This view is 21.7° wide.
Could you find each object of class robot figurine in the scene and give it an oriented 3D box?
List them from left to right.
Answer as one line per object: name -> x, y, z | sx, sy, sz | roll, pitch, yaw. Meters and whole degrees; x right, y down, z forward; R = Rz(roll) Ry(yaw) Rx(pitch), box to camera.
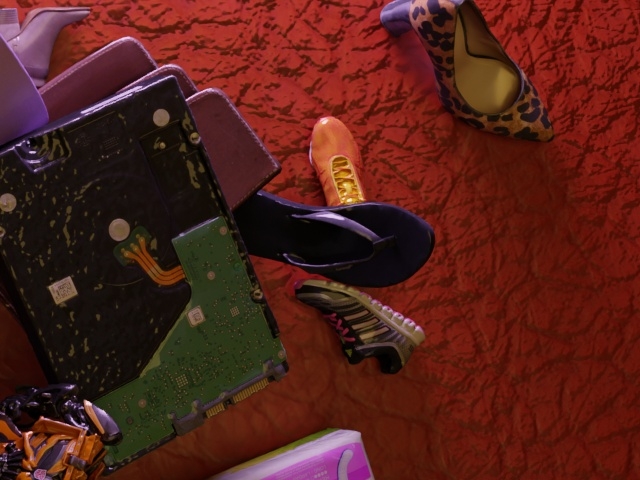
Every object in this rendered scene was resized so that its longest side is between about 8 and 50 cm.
robot figurine -> -0.332, 0.213, 1.564 | 0.291, 0.085, 0.211 | 11, 66, 12

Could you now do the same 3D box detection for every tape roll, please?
tape roll -> -0.394, -0.198, 1.676 | 0.090, 0.275, 0.275 | -40, 101, -14

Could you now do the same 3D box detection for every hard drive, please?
hard drive -> -0.191, 0.033, 1.671 | 0.237, 0.064, 0.339 | -28, 106, -21

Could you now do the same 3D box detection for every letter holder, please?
letter holder -> -0.236, -0.063, 1.768 | 0.302, 0.152, 0.214 | -42, 107, -17

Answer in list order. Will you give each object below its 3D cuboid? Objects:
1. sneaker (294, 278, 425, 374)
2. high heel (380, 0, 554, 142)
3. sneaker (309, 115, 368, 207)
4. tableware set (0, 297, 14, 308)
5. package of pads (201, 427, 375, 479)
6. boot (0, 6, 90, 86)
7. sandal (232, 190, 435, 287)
sneaker -> 0.039, 0.102, 1.920 | 0.170, 0.063, 0.075 | 29, 76, -20
high heel -> 0.194, -0.194, 1.903 | 0.261, 0.186, 0.093 | 37, 80, -14
sneaker -> 0.032, -0.058, 1.917 | 0.064, 0.067, 0.175 | -15, 93, -15
tableware set -> -0.374, 0.042, 1.813 | 0.104, 0.024, 0.154 | 37, 78, -13
package of pads -> -0.056, 0.361, 1.843 | 0.296, 0.101, 0.229 | -19, 95, -29
boot -> -0.309, -0.211, 1.829 | 0.118, 0.042, 0.087 | -5, 98, -16
sandal -> -0.001, 0.001, 1.865 | 0.254, 0.054, 0.097 | 7, 103, 6
